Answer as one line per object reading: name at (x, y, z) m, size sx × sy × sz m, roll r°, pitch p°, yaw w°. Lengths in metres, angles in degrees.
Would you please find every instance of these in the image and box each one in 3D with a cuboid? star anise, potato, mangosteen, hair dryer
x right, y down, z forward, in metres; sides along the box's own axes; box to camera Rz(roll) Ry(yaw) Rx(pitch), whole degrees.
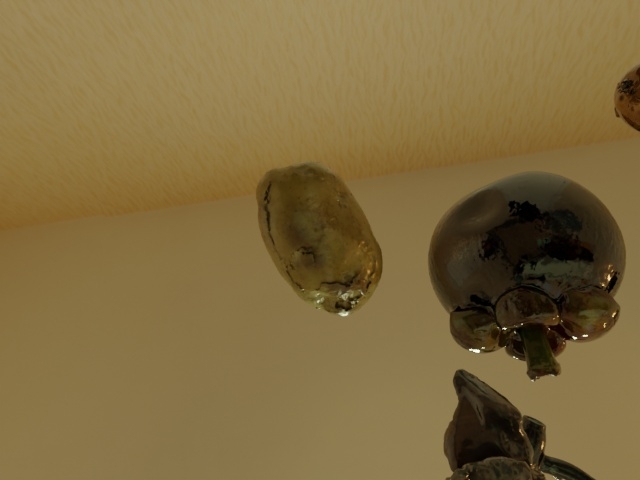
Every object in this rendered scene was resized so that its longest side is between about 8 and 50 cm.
star anise at (0.129, 0.190, 0.348) m, size 0.063 × 0.172 × 0.207 m, roll -14°, pitch -87°, yaw 16°
potato at (0.000, 0.000, 0.507) m, size 0.107 × 0.080 × 0.170 m, roll -24°, pitch -79°, yaw -6°
mangosteen at (0.298, 0.058, 0.729) m, size 0.275 × 0.275 × 0.302 m, roll -3°, pitch -127°, yaw 8°
hair dryer at (0.436, 0.451, 0.913) m, size 0.219 × 0.075 × 0.195 m, roll 20°, pitch -91°, yaw 16°

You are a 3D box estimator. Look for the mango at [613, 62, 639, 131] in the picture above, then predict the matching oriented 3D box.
mango at (0.339, -0.136, 0.475) m, size 0.127 × 0.063 × 0.077 m, roll -6°, pitch -102°, yaw -10°
